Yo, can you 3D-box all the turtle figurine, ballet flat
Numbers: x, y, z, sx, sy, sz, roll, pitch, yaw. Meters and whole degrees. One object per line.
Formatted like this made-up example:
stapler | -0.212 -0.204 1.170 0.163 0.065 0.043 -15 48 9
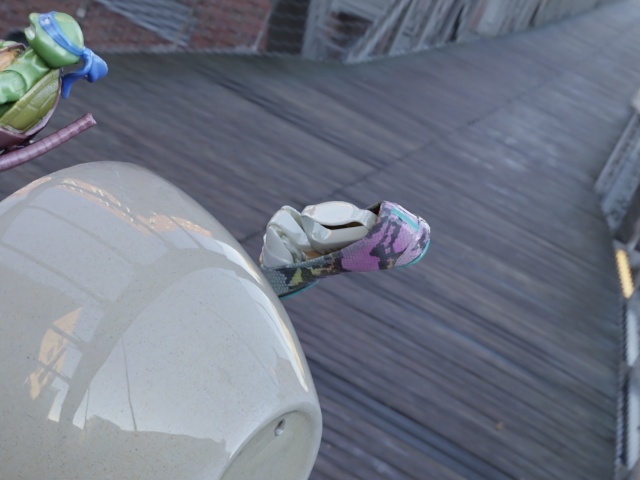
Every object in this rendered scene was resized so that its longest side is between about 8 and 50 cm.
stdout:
turtle figurine | -0.357 -0.135 0.928 0.275 0.266 0.198 20 26 -52
ballet flat | 0.000 0.000 0.971 0.079 0.221 0.077 46 52 -26

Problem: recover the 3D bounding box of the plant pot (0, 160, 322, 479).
plant pot | -0.112 0.114 0.688 0.191 0.284 0.284 28 19 27
